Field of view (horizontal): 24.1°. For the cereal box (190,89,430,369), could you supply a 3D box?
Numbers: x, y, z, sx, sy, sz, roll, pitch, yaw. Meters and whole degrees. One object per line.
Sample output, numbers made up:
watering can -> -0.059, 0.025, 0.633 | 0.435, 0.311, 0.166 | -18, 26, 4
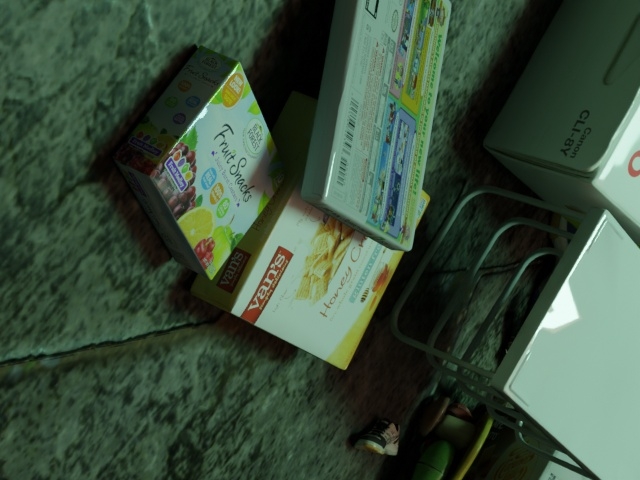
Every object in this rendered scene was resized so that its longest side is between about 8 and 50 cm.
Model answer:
cereal box -> 0.000, 0.000, 1.201 | 0.173, 0.047, 0.240 | -63, 155, -3

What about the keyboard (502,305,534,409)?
keyboard -> 0.262, 0.134, 1.794 | 0.038, 0.100, 0.192 | -94, -175, -46

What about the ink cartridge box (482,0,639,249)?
ink cartridge box -> 0.383, -0.109, 1.538 | 0.384, 0.160, 0.279 | 35, 81, -40

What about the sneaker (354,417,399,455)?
sneaker -> 0.058, 0.198, 1.529 | 0.083, 0.032, 0.037 | 22, 81, -69

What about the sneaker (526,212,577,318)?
sneaker -> 0.338, 0.019, 1.765 | 0.112, 0.131, 0.296 | -33, 140, -44

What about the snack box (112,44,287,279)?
snack box -> -0.078, -0.050, 1.020 | 0.100, 0.037, 0.141 | -56, 154, -18

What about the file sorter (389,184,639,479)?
file sorter -> 0.231, 0.099, 1.489 | 0.277, 0.173, 0.193 | 42, 76, -42

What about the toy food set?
toy food set -> 0.126, 0.233, 1.653 | 0.218, 0.071, 0.128 | -55, 177, -12

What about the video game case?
video game case -> 0.046, -0.112, 1.136 | 0.193, 0.023, 0.212 | 27, 71, -65

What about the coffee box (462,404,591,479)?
coffee box -> 0.237, 0.277, 1.706 | 0.141, 0.098, 0.246 | -58, -168, -8
